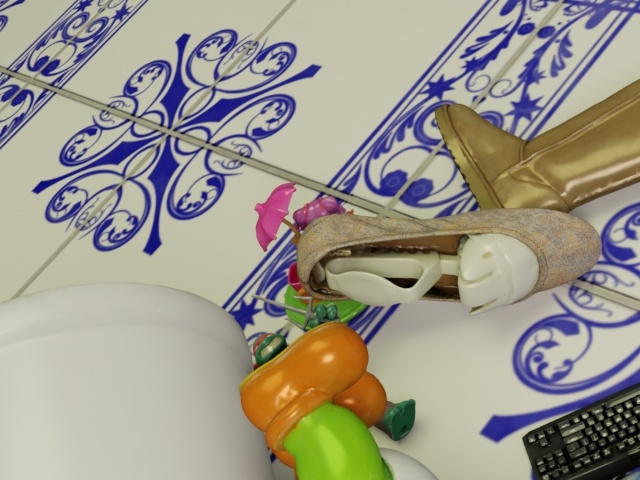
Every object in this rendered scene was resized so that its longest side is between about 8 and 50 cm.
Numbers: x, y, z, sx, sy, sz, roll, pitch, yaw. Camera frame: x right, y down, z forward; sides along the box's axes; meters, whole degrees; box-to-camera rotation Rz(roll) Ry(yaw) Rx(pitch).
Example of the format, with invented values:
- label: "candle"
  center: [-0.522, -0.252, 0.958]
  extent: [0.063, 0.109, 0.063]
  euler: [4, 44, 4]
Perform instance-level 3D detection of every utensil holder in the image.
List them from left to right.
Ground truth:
- label: "utensil holder"
  center: [-0.174, 0.284, 0.890]
  extent: [0.327, 0.327, 0.386]
  euler: [-27, 56, 12]

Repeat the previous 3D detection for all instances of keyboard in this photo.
- label: "keyboard"
  center: [0.274, 0.175, 0.958]
  extent: [0.180, 0.023, 0.108]
  euler: [-27, 40, 12]

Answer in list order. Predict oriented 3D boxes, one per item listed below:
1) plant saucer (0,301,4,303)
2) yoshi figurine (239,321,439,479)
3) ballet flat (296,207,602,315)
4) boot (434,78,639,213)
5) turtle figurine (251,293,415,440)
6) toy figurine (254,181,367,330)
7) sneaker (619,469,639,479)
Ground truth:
- label: "plant saucer"
  center: [-0.345, 0.163, 1.123]
  extent: [0.400, 0.400, 0.101]
  euler: [-33, 65, 4]
- label: "yoshi figurine"
  center: [0.097, 0.224, 0.749]
  extent: [0.362, 0.203, 0.203]
  euler: [59, 135, 28]
- label: "ballet flat"
  center: [0.125, 0.031, 1.100]
  extent: [0.315, 0.108, 0.106]
  euler: [-3, 29, 16]
- label: "boot"
  center: [0.284, -0.123, 1.203]
  extent: [0.269, 0.089, 0.236]
  euler: [-29, 50, 9]
- label: "turtle figurine"
  center: [-0.019, 0.147, 1.126]
  extent: [0.234, 0.118, 0.175]
  euler: [37, 94, 33]
- label: "toy figurine"
  center: [0.000, 0.000, 1.223]
  extent: [0.173, 0.159, 0.130]
  euler: [-16, 43, 22]
- label: "sneaker"
  center: [0.239, 0.317, 0.786]
  extent: [0.147, 0.130, 0.330]
  euler: [-24, 35, 38]
